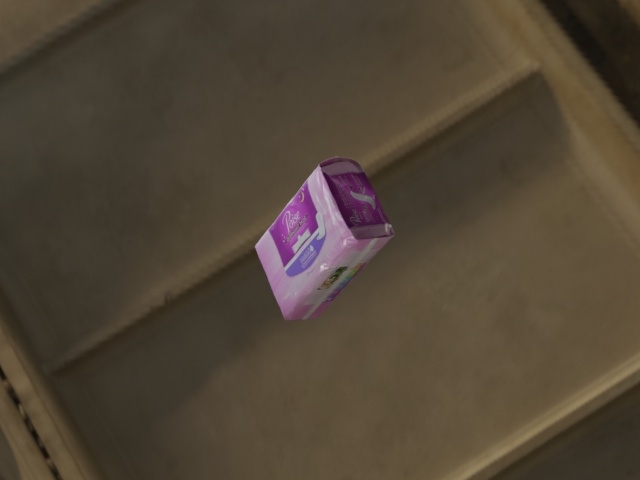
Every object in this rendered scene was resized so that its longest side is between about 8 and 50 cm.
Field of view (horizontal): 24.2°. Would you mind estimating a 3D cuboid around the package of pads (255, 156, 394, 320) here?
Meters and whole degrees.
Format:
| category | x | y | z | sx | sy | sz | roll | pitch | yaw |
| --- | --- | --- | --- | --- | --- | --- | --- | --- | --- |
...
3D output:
| category | x | y | z | sx | sy | sz | roll | pitch | yaw |
| --- | --- | --- | --- | --- | --- | --- | --- | --- | --- |
| package of pads | 0.000 | 0.000 | 0.771 | 0.032 | 0.083 | 0.050 | -7 | -119 | -36 |
